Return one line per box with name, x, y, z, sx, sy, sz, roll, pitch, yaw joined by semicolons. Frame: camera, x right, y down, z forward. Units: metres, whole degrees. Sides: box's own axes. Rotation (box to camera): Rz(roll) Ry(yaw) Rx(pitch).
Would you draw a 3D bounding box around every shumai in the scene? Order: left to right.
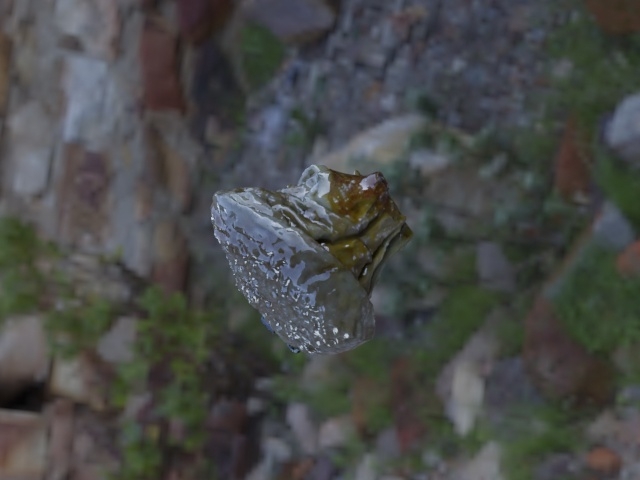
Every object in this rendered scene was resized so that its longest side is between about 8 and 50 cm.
shumai;0.003;0.002;1.291;0.116;0.145;0.145;-46;11;-24
